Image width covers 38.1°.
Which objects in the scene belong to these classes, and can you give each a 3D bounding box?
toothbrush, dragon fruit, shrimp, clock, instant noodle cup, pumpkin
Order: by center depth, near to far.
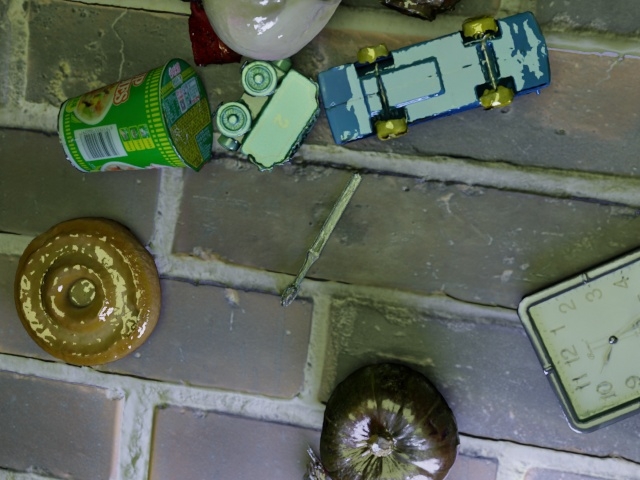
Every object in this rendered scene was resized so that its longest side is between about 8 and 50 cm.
[{"bbox_3d":[0.525,0.176,1.654,0.279,0.049,0.273,-24,91,11],"label":"clock"},{"bbox_3d":[0.116,0.349,1.671,0.260,0.189,0.260,1,95,10],"label":"pumpkin"},{"bbox_3d":[-0.342,-0.208,1.694,0.233,0.207,0.207,-9,95,17],"label":"instant noodle cup"},{"bbox_3d":[-0.203,-0.387,1.707,0.097,0.063,0.131,-10,95,10],"label":"dragon fruit"},{"bbox_3d":[0.001,-0.001,1.737,0.026,0.028,0.294,30,95,4],"label":"toothbrush"},{"bbox_3d":[-0.004,0.465,1.772,0.065,0.056,0.165,-19,90,17],"label":"shrimp"}]

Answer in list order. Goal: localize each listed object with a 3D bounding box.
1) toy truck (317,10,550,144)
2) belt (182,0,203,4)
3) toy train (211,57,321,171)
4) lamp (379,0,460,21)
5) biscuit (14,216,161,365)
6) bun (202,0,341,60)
[{"bbox_3d":[0.195,-0.279,1.603,0.385,0.162,0.161,-15,93,10],"label":"toy truck"},{"bbox_3d":[-0.209,-0.566,1.644,0.184,0.164,0.289,-7,98,37],"label":"belt"},{"bbox_3d":[-0.091,-0.234,1.685,0.163,0.112,0.203,33,101,-2],"label":"toy train"},{"bbox_3d":[0.189,-0.515,1.572,0.177,0.177,0.273,18,99,7],"label":"lamp"},{"bbox_3d":[-0.453,0.101,1.788,0.297,0.102,0.296,1,96,12],"label":"biscuit"},{"bbox_3d":[-0.049,-0.476,1.528,0.213,0.361,0.361,20,100,33],"label":"bun"}]
